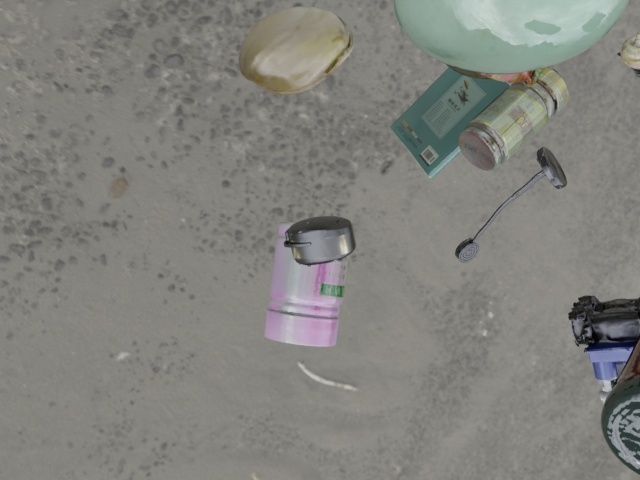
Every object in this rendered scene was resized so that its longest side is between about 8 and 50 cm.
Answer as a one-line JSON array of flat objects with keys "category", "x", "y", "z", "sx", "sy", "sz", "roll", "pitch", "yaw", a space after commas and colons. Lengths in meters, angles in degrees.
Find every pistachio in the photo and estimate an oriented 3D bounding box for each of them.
[{"category": "pistachio", "x": -0.062, "y": -0.466, "z": 1.664, "sx": 0.288, "sy": 0.166, "sz": 0.197, "roll": -22, "pitch": 96, "yaw": 9}]

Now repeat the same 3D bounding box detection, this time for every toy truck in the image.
[{"category": "toy truck", "x": 0.550, "y": 0.191, "z": 1.231, "sx": 0.213, "sy": 0.161, "sz": 0.177, "roll": -16, "pitch": 97, "yaw": -61}]

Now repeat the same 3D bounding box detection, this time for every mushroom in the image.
[{"category": "mushroom", "x": 0.609, "y": -0.362, "z": 1.279, "sx": 0.083, "sy": 0.083, "sz": 0.067, "roll": -32, "pitch": 125, "yaw": -24}]

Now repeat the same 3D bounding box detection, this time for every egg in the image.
[{"category": "egg", "x": 0.315, "y": -0.421, "z": 1.142, "sx": 0.276, "sy": 0.388, "sz": 0.276, "roll": -2, "pitch": 90, "yaw": -73}]

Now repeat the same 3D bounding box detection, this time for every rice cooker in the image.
[{"category": "rice cooker", "x": 0.000, "y": 0.000, "z": 1.572, "sx": 0.106, "sy": 0.165, "sz": 0.112, "roll": 70, "pitch": 25, "yaw": -14}]

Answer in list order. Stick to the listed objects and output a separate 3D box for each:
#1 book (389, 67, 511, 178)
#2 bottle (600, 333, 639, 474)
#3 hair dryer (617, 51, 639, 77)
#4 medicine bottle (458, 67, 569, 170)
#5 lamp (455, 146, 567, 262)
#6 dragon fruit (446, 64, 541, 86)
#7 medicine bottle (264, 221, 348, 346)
[{"category": "book", "x": 0.423, "y": -0.416, "z": 2.198, "sx": 0.379, "sy": 0.264, "sz": 0.031, "roll": -43, "pitch": 148, "yaw": 20}, {"category": "bottle", "x": 0.479, "y": 0.154, "z": 0.886, "sx": 0.336, "sy": 0.144, "sz": 0.144, "roll": -39, "pitch": 131, "yaw": -45}, {"category": "hair dryer", "x": 0.753, "y": -0.427, "z": 1.591, "sx": 0.195, "sy": 0.248, "sz": 0.078, "roll": 11, "pitch": 113, "yaw": -11}, {"category": "medicine bottle", "x": 0.550, "y": -0.348, "z": 1.943, "sx": 0.322, "sy": 0.151, "sz": 0.151, "roll": -42, "pitch": 129, "yaw": -17}, {"category": "lamp", "x": 0.487, "y": -0.065, "z": 1.750, "sx": 0.130, "sy": 0.108, "sz": 0.371, "roll": 20, "pitch": 117, "yaw": -44}, {"category": "dragon fruit", "x": 0.363, "y": -0.439, "z": 1.472, "sx": 0.295, "sy": 0.268, "sz": 0.130, "roll": -40, "pitch": 162, "yaw": -40}, {"category": "medicine bottle", "x": -0.035, "y": 0.118, "z": 1.890, "sx": 0.212, "sy": 0.212, "sz": 0.326, "roll": 10, "pitch": 86, "yaw": -40}]
